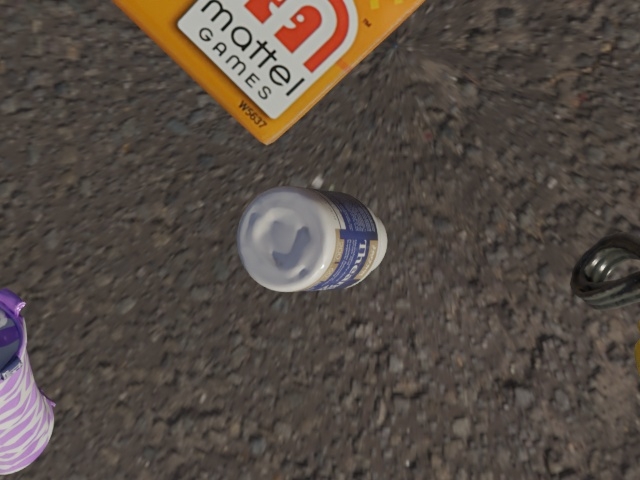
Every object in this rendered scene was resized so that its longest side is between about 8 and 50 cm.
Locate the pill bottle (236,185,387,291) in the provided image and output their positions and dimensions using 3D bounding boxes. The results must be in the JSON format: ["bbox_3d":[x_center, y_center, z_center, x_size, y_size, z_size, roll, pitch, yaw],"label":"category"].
[{"bbox_3d":[0.000,0.000,0.855,0.067,0.120,0.067,0,89,24],"label":"pill bottle"}]

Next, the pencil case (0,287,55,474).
[{"bbox_3d":[-0.258,0.112,1.016,0.086,0.206,0.088,32,62,10],"label":"pencil case"}]

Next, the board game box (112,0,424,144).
[{"bbox_3d":[0.008,-0.335,0.547,0.356,0.356,0.356,43,119,-10],"label":"board game box"}]

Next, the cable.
[{"bbox_3d":[0.246,0.024,0.927,0.072,0.287,0.139,29,102,-17],"label":"cable"}]
